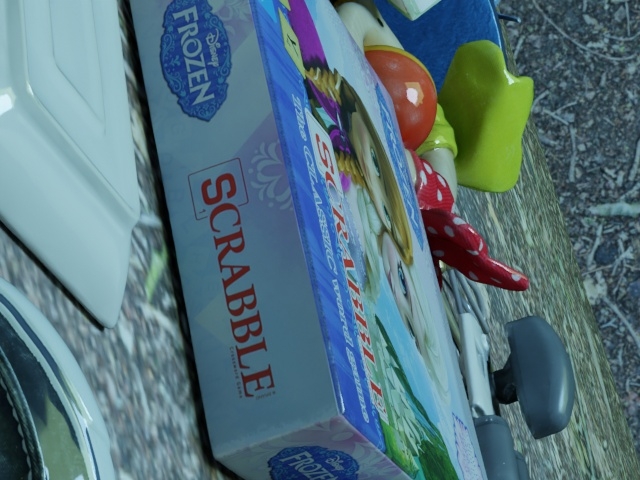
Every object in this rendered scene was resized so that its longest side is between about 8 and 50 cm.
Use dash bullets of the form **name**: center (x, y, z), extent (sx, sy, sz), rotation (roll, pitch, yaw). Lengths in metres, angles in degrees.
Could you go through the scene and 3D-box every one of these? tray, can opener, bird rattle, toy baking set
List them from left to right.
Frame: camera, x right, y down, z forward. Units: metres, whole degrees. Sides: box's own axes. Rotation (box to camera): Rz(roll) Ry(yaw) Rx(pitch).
- **tray**: center (-0.111, -0.112, 0.719), extent (0.145, 0.030, 0.270), rotation (54, 21, -54)
- **bird rattle**: center (0.048, -0.061, 1.272), extent (0.207, 0.143, 0.253), rotation (55, 30, -19)
- **toy baking set**: center (0.102, -0.008, 1.542), extent (0.197, 0.030, 0.256), rotation (49, 26, -63)
- **can opener**: center (0.146, 0.157, 1.337), extent (0.283, 0.095, 0.076), rotation (-95, 162, -49)

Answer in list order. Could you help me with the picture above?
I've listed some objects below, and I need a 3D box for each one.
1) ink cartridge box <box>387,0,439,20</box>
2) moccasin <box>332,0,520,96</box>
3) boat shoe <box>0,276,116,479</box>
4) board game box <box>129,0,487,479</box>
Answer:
- **ink cartridge box**: center (-0.002, -0.274, 1.248), extent (0.171, 0.056, 0.235), rotation (47, -9, 40)
- **moccasin**: center (0.074, -0.211, 1.449), extent (0.117, 0.137, 0.342), rotation (-1, 73, -76)
- **boat shoe**: center (-0.085, 0.090, 0.446), extent (0.083, 0.065, 0.183), rotation (26, 48, -76)
- **board game box**: center (0.000, 0.000, 0.971), extent (0.318, 0.066, 0.319), rotation (49, 26, -63)
